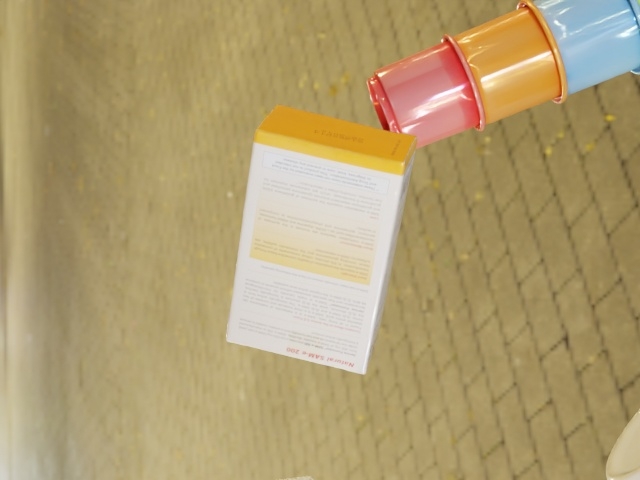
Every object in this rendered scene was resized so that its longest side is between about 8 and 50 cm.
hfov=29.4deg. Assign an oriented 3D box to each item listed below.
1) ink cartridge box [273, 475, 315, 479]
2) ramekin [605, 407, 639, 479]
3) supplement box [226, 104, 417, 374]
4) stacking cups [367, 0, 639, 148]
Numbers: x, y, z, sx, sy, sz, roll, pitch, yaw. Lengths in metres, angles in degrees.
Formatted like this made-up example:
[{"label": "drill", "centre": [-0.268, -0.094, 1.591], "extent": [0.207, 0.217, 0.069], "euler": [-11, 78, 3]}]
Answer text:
[{"label": "ink cartridge box", "centre": [-0.064, 0.431, 1.428], "extent": [0.289, 0.211, 0.122], "euler": [60, 142, 45]}, {"label": "ramekin", "centre": [0.408, 0.206, 1.236], "extent": [0.127, 0.273, 0.273], "euler": [43, 149, 3]}, {"label": "supplement box", "centre": [0.000, 0.000, 0.506], "extent": [0.036, 0.062, 0.098], "euler": [-61, -16, -64]}, {"label": "stacking cups", "centre": [0.189, -0.149, 0.870], "extent": [0.096, 0.316, 0.096], "euler": [158, 90, -86]}]
